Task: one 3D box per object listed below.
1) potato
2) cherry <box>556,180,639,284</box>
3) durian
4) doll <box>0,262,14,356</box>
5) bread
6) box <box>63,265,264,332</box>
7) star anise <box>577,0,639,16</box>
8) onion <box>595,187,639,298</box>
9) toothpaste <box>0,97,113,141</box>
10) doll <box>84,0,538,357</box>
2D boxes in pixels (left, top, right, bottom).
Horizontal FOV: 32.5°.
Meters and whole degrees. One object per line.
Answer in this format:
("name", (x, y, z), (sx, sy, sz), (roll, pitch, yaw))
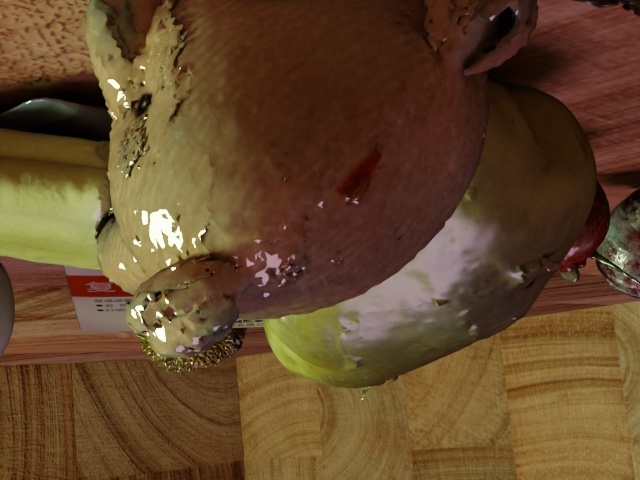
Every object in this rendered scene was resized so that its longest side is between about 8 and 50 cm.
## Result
("potato", (0.058, 0.007, 0.702), (0.192, 0.141, 0.296), (-7, 153, -29))
("cherry", (0.214, 0.002, 0.867), (0.225, 0.090, 0.107), (37, 173, 7))
("durian", (-0.187, 0.127, 1.575), (0.168, 0.136, 0.158), (1, -166, 19))
("doll", (-0.351, 0.079, 0.864), (0.221, 0.251, 0.221), (22, 174, 2))
("bread", (-0.200, -0.027, 0.668), (0.178, 0.060, 0.139), (6, 164, 4))
("box", (-0.049, 0.020, 1.000), (0.353, 0.069, 0.214), (-3, 159, -9))
("star anise", (0.244, -0.106, 0.442), (0.288, 0.088, 0.288), (9, 178, 0))
("onion", (0.363, -0.022, 1.055), (0.206, 0.151, 0.098), (-14, 140, -14))
("toothpaste", (-0.060, -0.047, 0.764), (0.371, 0.079, 0.125), (13, 165, -40))
("doll", (-0.047, -0.063, 0.513), (0.201, 0.156, 0.303), (-44, -160, -10))
